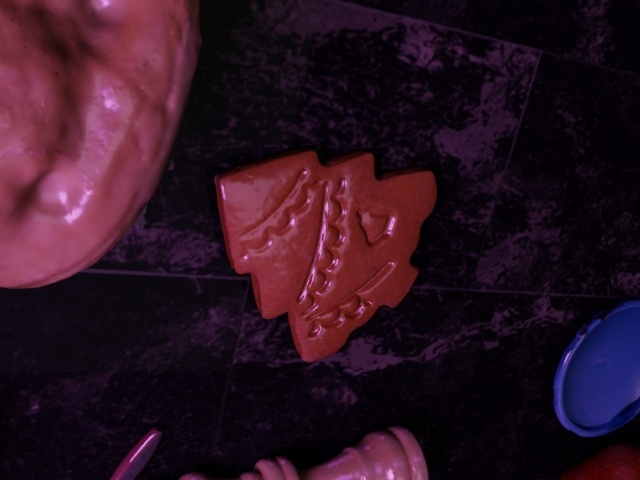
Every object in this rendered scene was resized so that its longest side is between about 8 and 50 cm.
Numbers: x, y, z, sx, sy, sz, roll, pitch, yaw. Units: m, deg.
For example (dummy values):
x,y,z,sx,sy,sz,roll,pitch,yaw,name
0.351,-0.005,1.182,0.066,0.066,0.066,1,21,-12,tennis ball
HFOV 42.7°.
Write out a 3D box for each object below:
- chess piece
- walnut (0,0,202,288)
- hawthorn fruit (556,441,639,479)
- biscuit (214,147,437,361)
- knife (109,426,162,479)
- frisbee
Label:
x,y,z,sx,sy,sz,roll,pitch,yaw,name
-0.060,0.325,1.046,0.397,0.117,0.117,-5,113,-23,chess piece
-0.265,-0.150,0.601,0.383,0.383,0.384,-11,115,-24,walnut
0.471,0.450,1.281,0.230,0.266,0.210,-27,110,33,hawthorn fruit
0.000,0.000,0.974,0.306,0.043,0.284,29,96,-34,biscuit
-0.263,0.326,0.994,0.035,0.018,0.247,31,97,-37,knife
0.458,0.199,1.297,0.242,0.045,0.242,-10,115,-23,frisbee
